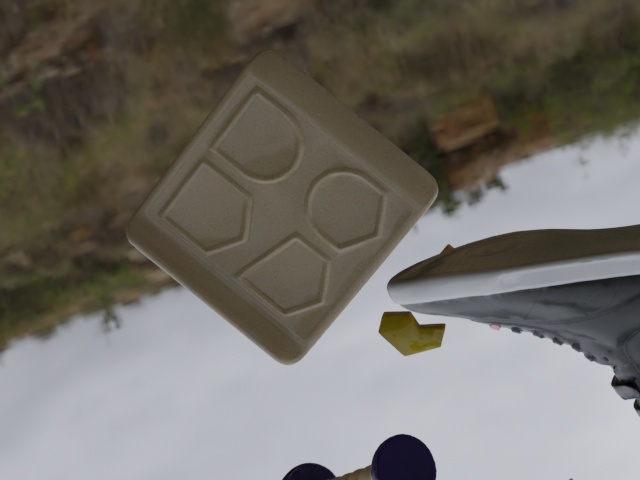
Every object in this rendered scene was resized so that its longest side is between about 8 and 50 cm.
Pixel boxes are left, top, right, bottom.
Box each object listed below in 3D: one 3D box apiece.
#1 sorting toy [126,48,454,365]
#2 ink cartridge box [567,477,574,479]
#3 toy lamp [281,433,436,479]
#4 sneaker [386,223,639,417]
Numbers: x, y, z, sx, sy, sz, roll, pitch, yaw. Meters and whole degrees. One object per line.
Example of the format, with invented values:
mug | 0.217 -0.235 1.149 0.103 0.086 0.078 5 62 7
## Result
sorting toy | 0.000 0.000 1.393 0.229 0.307 0.041 -51 -179 14
ink cartridge box | 0.271 0.357 1.425 0.092 0.219 0.160 -34 156 -6
toy lamp | 0.025 0.260 1.571 0.080 0.080 0.275 -25 177 -33
sneaker | 0.195 0.068 1.083 0.296 0.147 0.104 -6 -163 23
